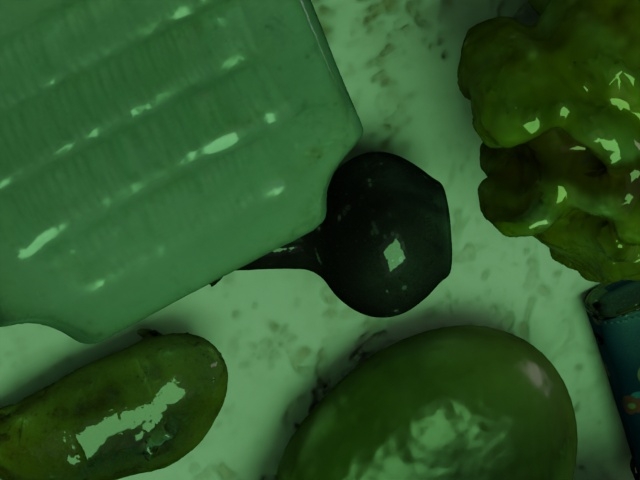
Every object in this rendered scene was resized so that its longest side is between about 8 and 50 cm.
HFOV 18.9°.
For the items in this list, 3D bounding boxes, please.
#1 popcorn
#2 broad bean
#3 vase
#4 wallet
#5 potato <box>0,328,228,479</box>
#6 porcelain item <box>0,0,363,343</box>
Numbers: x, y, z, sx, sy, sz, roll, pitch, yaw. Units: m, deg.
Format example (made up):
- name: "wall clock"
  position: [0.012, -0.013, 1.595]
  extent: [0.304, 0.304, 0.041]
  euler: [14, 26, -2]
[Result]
- name: "popcorn"
  position: [0.222, -0.078, 1.358]
  extent: [0.242, 0.235, 0.250]
  euler: [-22, 121, 7]
- name: "broad bean"
  position: [0.078, 0.197, 1.522]
  extent: [0.238, 0.119, 0.291]
  euler: [40, 95, -27]
- name: "vase"
  position: [0.000, 0.000, 1.382]
  extent: [0.183, 0.120, 0.120]
  euler: [-6, 121, -5]
- name: "wallet"
  position: [0.305, 0.104, 1.603]
  extent: [0.141, 0.059, 0.202]
  euler: [-23, 123, -2]
- name: "potato"
  position: [-0.155, 0.132, 1.403]
  extent: [0.188, 0.085, 0.105]
  euler: [-17, 122, -9]
- name: "porcelain item"
  position: [-0.138, -0.103, 1.227]
  extent: [0.286, 0.157, 0.281]
  euler: [-29, 124, -5]
